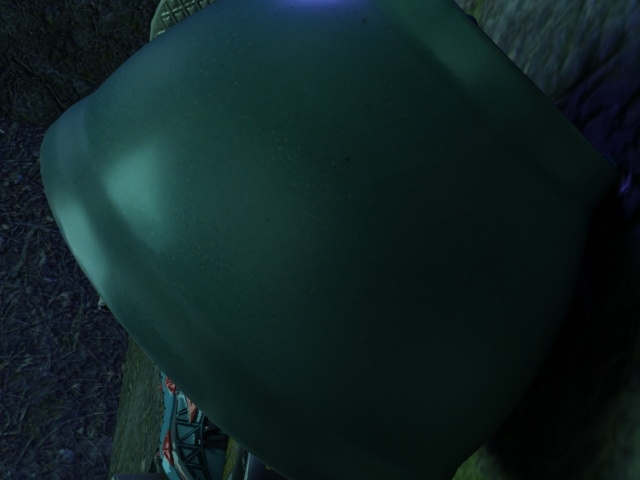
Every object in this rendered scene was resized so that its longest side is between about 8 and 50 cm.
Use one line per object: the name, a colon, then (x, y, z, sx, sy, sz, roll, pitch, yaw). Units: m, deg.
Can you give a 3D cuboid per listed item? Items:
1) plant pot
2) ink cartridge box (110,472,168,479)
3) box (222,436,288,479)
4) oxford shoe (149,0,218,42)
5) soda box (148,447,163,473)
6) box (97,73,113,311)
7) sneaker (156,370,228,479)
plant pot: (0.029, -0.032, 0.518, 0.196, 0.293, 0.293, -45, 25, 15)
ink cartridge box: (-0.216, 0.392, 1.194, 0.176, 0.128, 0.127, -58, 47, 23)
box: (-0.058, 0.196, 0.977, 0.231, 0.056, 0.183, 119, 159, -64)
oxford shoe: (-0.193, -0.291, 1.571, 0.130, 0.169, 0.449, -65, -2, -51)
soda box: (-0.197, 0.374, 1.344, 0.169, 0.053, 0.060, -112, 35, -44)
box: (-0.202, -0.082, 1.401, 0.191, 0.143, 0.382, -15, 62, 28)
sneaker: (-0.139, 0.212, 1.221, 0.125, 0.104, 0.262, -42, 47, 33)
